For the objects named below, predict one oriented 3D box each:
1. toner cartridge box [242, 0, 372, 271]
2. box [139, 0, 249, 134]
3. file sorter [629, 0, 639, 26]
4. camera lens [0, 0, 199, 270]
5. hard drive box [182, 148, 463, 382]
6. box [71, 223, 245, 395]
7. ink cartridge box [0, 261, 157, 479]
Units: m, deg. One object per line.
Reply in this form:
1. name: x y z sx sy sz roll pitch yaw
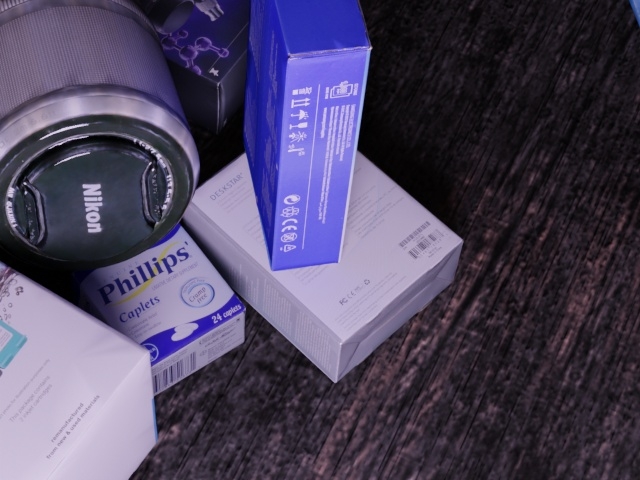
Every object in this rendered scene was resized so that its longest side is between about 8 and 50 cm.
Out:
1. toner cartridge box: -0.019 -0.130 1.575 0.075 0.348 0.165 -7 60 -9
2. box: -0.119 -0.272 1.909 0.184 0.103 0.261 30 61 11
3. file sorter: 0.428 -0.292 1.953 0.118 0.104 0.170 -10 60 -9
4. camera lens: -0.248 -0.123 1.679 0.219 0.219 0.274 -11 47 -10
5. hard drive box: 0.000 0.000 1.752 0.181 0.089 0.232 -38 68 -24
6. box: -0.163 0.068 1.710 0.126 0.072 0.137 -31 64 -21
7. ink cartridge box: -0.318 0.150 1.575 0.270 0.198 0.197 29 62 15
